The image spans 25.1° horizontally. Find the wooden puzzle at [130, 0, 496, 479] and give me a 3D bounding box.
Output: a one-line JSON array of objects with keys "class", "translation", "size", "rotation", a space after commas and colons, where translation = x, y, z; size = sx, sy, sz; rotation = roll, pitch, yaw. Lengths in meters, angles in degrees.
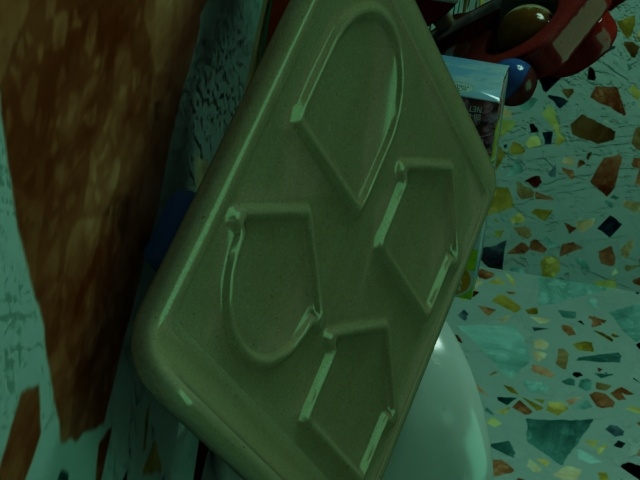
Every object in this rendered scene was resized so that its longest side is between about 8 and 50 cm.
[{"class": "wooden puzzle", "translation": [0.000, 0.000, 0.910], "size": [0.322, 0.080, 0.348], "rotation": [55, 48, -53]}]

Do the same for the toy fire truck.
[{"class": "toy fire truck", "translation": [0.191, -0.210, 1.620], "size": [0.169, 0.302, 0.254], "rotation": [49, 40, -25]}]

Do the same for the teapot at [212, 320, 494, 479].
[{"class": "teapot", "translation": [0.008, 0.166, 1.124], "size": [0.252, 0.187, 0.256], "rotation": [130, -54, -68]}]

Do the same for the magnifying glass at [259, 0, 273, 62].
[{"class": "magnifying glass", "translation": [-0.015, -0.207, 1.060], "size": [0.092, 0.026, 0.231], "rotation": [-41, 139, -77]}]

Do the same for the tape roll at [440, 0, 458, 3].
[{"class": "tape roll", "translation": [0.117, -0.395, 1.501], "size": [0.286, 0.100, 0.286], "rotation": [9, 90, -82]}]

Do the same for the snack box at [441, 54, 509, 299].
[{"class": "snack box", "translation": [0.062, -0.061, 1.231], "size": [0.070, 0.174, 0.207], "rotation": [-69, 165, -50]}]
